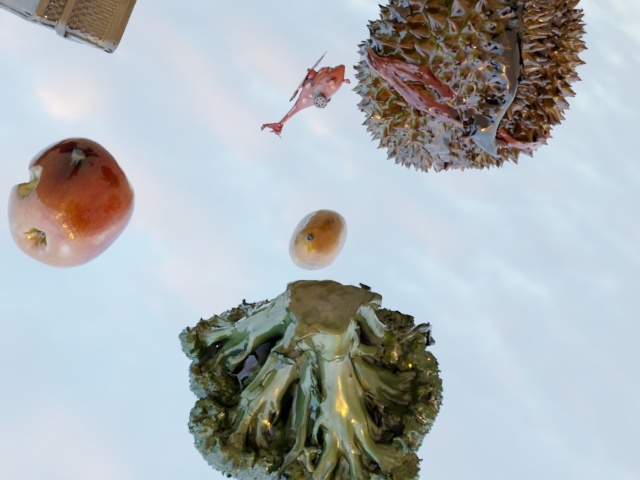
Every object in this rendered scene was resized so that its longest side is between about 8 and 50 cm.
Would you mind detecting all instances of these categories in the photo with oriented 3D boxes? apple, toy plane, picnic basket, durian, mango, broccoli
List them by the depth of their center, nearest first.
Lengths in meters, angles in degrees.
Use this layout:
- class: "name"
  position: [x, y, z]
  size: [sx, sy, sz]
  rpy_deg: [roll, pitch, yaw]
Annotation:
- class: "broccoli"
  position: [-0.009, 0.168, 1.405]
  size: [0.321, 0.283, 0.304]
  rpy_deg: [2, -132, -2]
- class: "picnic basket"
  position: [-0.377, -0.387, 1.760]
  size: [0.139, 0.165, 0.267]
  rpy_deg: [19, -172, -40]
- class: "durian"
  position: [0.218, -0.265, 1.770]
  size: [0.347, 0.384, 0.347]
  rpy_deg: [35, -149, -25]
- class: "mango"
  position: [0.000, 0.000, 1.798]
  size: [0.075, 0.098, 0.190]
  rpy_deg: [35, -175, 10]
- class: "apple"
  position: [-0.378, -0.053, 1.809]
  size: [0.199, 0.199, 0.199]
  rpy_deg: [33, -153, -20]
- class: "toy plane"
  position: [-0.029, -0.264, 2.281]
  size: [0.077, 0.194, 0.126]
  rpy_deg: [45, 176, -5]
